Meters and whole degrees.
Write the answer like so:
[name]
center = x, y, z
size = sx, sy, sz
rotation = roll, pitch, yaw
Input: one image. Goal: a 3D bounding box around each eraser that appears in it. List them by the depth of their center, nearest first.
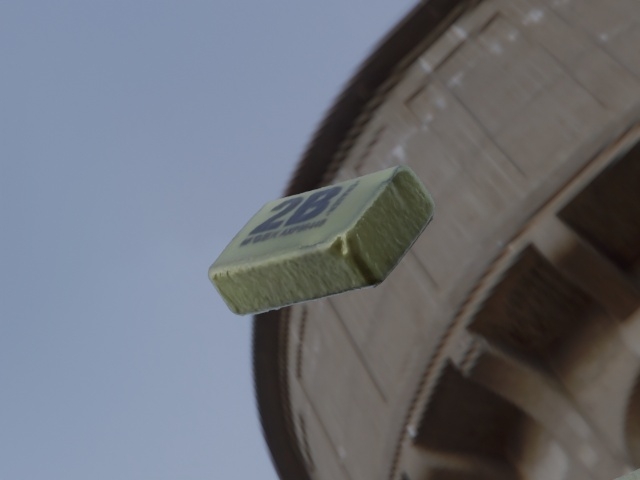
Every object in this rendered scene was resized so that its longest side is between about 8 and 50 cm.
[eraser]
center = 0.000, 0.000, 1.419
size = 0.058, 0.172, 0.117
rotation = 57, -133, -18

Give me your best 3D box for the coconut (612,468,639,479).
[coconut]
center = 0.381, 0.314, 1.695
size = 0.237, 0.197, 0.237
rotation = -1, -23, 0
